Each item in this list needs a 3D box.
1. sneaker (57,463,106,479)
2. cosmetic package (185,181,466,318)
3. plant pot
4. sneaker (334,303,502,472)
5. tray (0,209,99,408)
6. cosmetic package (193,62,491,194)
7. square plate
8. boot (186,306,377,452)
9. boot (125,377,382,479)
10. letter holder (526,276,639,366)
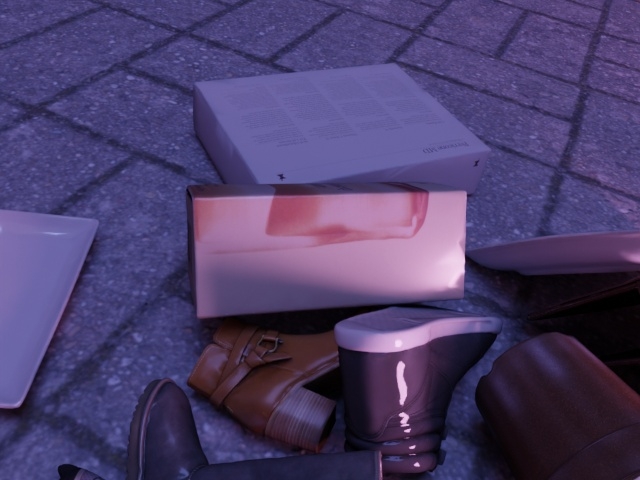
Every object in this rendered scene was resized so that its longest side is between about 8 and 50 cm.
[{"bbox_3d":[-0.231,0.239,0.451,0.075,0.063,0.170,28,39,18],"label":"sneaker"},{"bbox_3d":[0.000,0.000,0.677,0.296,0.129,0.153,-2,9,-16],"label":"cosmetic package"},{"bbox_3d":[0.238,0.186,0.549,0.167,0.167,0.165,-6,36,-18],"label":"plant pot"},{"bbox_3d":[0.107,0.147,0.611,0.105,0.146,0.296,3,1,35],"label":"sneaker"},{"bbox_3d":[-0.348,0.065,0.642,0.145,0.030,0.270,7,41,-6],"label":"tray"},{"bbox_3d":[0.026,-0.158,0.921,0.377,0.097,0.284,-13,45,-24],"label":"cosmetic package"},{"bbox_3d":[0.410,0.004,0.720,0.344,0.347,0.049,-6,87,-18],"label":"square plate"},{"bbox_3d":[-0.032,0.114,0.627,0.152,0.073,0.197,21,40,17],"label":"boot"},{"bbox_3d":[-0.053,0.191,0.489,0.209,0.076,0.189,-13,53,10],"label":"boot"},{"bbox_3d":[0.427,0.120,0.681,0.302,0.214,0.152,-5,76,-20],"label":"letter holder"}]
